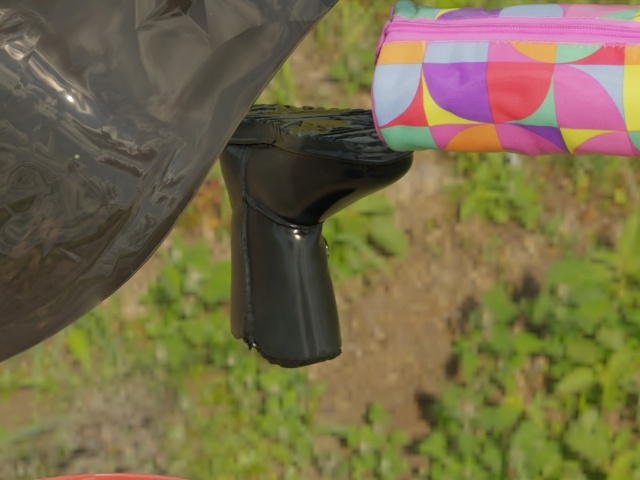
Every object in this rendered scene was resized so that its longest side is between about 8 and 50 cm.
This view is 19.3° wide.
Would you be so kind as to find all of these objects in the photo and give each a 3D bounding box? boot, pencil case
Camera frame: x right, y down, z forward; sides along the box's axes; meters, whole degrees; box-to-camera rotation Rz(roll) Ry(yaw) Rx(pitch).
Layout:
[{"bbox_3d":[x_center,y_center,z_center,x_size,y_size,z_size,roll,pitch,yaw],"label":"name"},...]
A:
[{"bbox_3d":[-0.060,-0.082,0.616,0.096,0.264,0.280,38,9,-8],"label":"boot"},{"bbox_3d":[0.000,0.000,1.514,0.094,0.207,0.246,-14,14,-33],"label":"boot"},{"bbox_3d":[0.147,-0.102,1.141,0.236,0.104,0.104,0,35,22],"label":"pencil case"}]

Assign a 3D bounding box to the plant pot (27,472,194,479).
[{"bbox_3d":[-0.174,0.322,1.359,0.275,0.243,0.275,-4,9,1],"label":"plant pot"}]
